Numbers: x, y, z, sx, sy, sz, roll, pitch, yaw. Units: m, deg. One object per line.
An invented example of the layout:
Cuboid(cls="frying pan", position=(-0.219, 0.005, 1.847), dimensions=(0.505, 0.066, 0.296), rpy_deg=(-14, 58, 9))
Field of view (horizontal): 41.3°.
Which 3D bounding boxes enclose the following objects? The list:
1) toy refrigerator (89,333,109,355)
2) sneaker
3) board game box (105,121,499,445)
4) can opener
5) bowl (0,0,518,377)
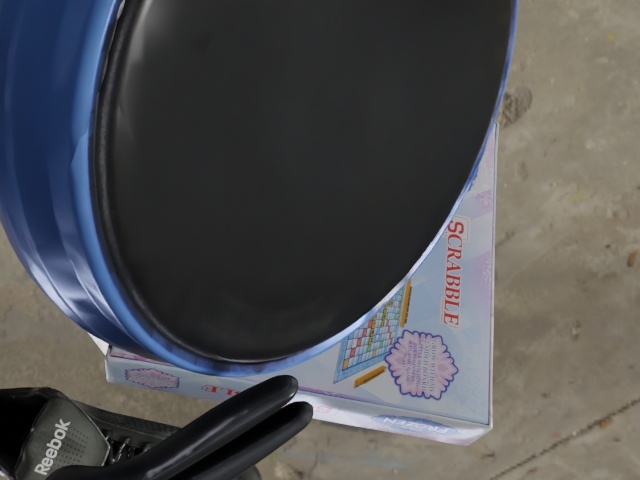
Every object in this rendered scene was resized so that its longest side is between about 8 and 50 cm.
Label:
Cuboid(cls="toy refrigerator", position=(-0.250, 0.063, 1.067), dimensions=(0.102, 0.094, 0.269), rpy_deg=(1, 135, 30))
Cuboid(cls="sneaker", position=(-0.157, 0.154, 0.593), dimensions=(0.234, 0.078, 0.106), rpy_deg=(12, 163, 15))
Cuboid(cls="board game box", position=(0.000, 0.000, 0.771), dimensions=(0.318, 0.318, 0.066), rpy_deg=(12, 151, -7))
Cuboid(cls="can opener", position=(-0.087, 0.139, 0.493), dimensions=(0.186, 0.073, 0.059), rpy_deg=(-28, 134, -14))
Cuboid(cls="bowl", position=(-0.008, -0.092, 0.524), dimensions=(0.077, 0.391, 0.391), rpy_deg=(28, 147, 36))
